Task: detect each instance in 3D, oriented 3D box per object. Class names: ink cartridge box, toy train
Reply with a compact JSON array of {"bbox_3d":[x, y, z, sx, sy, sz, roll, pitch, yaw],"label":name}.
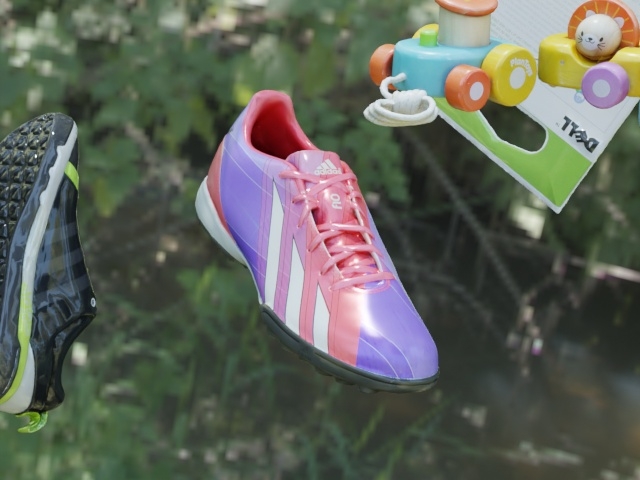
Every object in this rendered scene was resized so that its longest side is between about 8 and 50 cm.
[{"bbox_3d":[0.237,-0.170,1.682,0.189,0.255,0.097,43,15,31],"label":"ink cartridge box"},{"bbox_3d":[0.101,-0.074,0.784,0.166,0.046,0.125,3,17,-1],"label":"toy train"}]

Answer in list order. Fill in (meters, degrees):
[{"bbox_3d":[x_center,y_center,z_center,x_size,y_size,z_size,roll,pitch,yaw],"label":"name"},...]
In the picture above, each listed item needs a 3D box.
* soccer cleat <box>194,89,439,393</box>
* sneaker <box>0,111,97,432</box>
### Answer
[{"bbox_3d":[0.000,0.000,1.470,0.108,0.116,0.318,5,28,-32],"label":"soccer cleat"},{"bbox_3d":[-0.208,0.024,1.415,0.084,0.235,0.097,-7,-26,42],"label":"sneaker"}]
